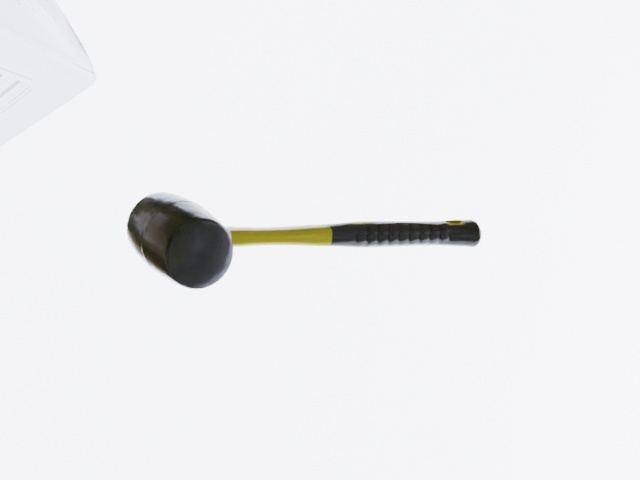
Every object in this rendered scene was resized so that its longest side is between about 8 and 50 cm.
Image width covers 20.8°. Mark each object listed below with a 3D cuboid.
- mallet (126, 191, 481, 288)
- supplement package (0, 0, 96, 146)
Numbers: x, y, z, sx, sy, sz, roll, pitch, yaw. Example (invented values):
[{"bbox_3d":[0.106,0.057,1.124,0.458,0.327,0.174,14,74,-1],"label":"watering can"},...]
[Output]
[{"bbox_3d":[0.000,0.000,0.881,0.062,0.189,0.039,-140,-127,-66],"label":"mallet"},{"bbox_3d":[-0.206,-0.076,0.362,0.198,0.262,0.199,-33,-94,5],"label":"supplement package"}]
